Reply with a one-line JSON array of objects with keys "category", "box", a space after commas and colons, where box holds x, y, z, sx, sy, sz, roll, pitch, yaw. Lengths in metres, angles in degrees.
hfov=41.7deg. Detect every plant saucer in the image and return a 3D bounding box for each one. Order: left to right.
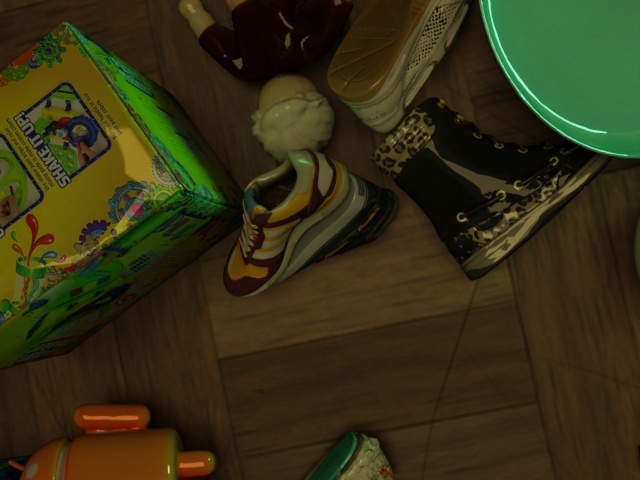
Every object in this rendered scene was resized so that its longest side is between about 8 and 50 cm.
[{"category": "plant saucer", "box": [0.280, -0.234, 0.796, 0.317, 0.043, 0.318, 1, 88, -17]}]

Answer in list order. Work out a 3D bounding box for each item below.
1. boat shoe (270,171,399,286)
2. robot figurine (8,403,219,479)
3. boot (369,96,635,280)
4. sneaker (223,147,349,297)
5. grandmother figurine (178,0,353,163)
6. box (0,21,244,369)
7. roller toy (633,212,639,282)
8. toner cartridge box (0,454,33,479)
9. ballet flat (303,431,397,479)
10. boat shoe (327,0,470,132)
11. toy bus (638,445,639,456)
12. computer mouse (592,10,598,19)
[{"category": "boat shoe", "box": [0.000, 0.000, 0.897, 0.183, 0.083, 0.065, -37, 57, 30]}, {"category": "robot figurine", "box": [-0.214, 0.264, 0.873, 0.219, 0.128, 0.158, -4, 114, -3]}, {"category": "boot", "box": [0.186, -0.097, 0.866, 0.236, 0.085, 0.178, -44, 81, 3]}, {"category": "sneaker", "box": [-0.057, -0.019, 0.837, 0.185, 0.084, 0.069, -51, 51, 21]}, {"category": "grandmother figurine", "box": [-0.050, -0.252, 0.897, 0.207, 0.104, 0.343, -10, 90, 34]}, {"category": "box", "box": [-0.246, -0.022, 0.812, 0.279, 0.290, 0.177, -36, 85, 4]}, {"category": "roller toy", "box": [0.396, 0.007, 0.783, 0.191, 0.146, 0.209, -29, 82, 23]}, {"category": "toner cartridge box", "box": [-0.340, 0.417, 0.876, 0.075, 0.165, 0.348, -8, 87, 7]}, {"category": "ballet flat", "box": [-0.012, 0.305, 0.882, 0.077, 0.091, 0.241, 42, 98, -16]}, {"category": "boat shoe", "box": [0.104, -0.235, 0.879, 0.098, 0.096, 0.277, 21, 72, 38]}, {"category": "toy bus", "box": [0.413, 0.280, 0.816, 0.190, 0.104, 0.202, 6, 89, 7]}, {"category": "computer mouse", "box": [0.248, -0.341, 0.838, 0.184, 0.060, 0.262, -43, 90, -18]}]
